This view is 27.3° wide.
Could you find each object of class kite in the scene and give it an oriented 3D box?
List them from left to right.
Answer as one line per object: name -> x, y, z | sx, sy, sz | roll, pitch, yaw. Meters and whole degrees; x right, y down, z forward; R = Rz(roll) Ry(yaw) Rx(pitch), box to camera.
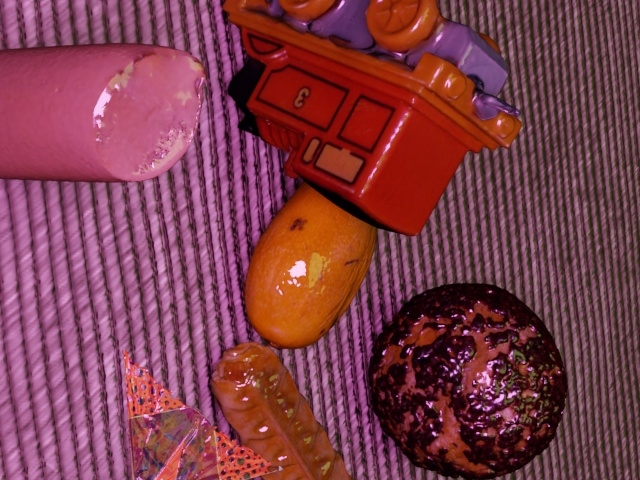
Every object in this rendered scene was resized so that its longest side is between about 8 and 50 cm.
kite -> -0.155, 0.223, 1.351 | 0.222, 0.008, 0.125 | 41, 72, -19

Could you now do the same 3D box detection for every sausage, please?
sausage -> -0.220, -0.111, 1.145 | 0.123, 0.253, 0.123 | -4, 95, -48

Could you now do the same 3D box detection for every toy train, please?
toy train -> 0.044, -0.151, 1.346 | 0.163, 0.369, 0.231 | 32, 87, -48

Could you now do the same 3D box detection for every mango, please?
mango -> 0.004, 0.002, 1.445 | 0.262, 0.109, 0.157 | -64, 152, -20

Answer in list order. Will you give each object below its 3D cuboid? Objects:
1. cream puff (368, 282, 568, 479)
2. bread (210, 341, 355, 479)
cream puff -> 0.163, 0.168, 1.520 | 0.165, 0.239, 0.239 | -24, 106, -53
bread -> -0.013, 0.262, 1.461 | 0.367, 0.084, 0.077 | 61, 12, -26
